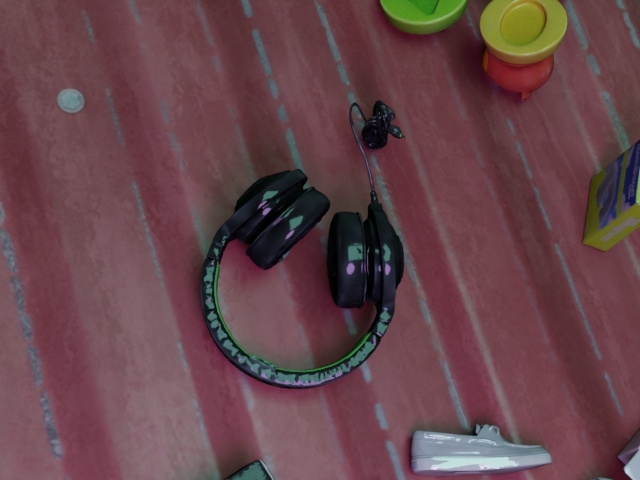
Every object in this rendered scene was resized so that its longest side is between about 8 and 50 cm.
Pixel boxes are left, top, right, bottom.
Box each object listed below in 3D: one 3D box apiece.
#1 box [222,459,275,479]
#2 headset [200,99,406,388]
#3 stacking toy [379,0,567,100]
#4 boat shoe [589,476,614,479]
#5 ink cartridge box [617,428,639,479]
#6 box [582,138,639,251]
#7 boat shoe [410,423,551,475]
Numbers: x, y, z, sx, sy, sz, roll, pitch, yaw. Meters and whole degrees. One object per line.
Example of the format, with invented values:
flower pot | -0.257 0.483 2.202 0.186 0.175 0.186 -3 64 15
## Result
box | -0.094 0.450 1.280 0.257 0.079 0.322 -31 81 -21
headset | 0.000 0.000 1.468 0.243 0.185 0.394 26 80 -1
stacking toy | 0.247 -0.365 1.695 0.279 0.130 0.309 12 61 17
boat shoe | 0.322 0.415 1.398 0.084 0.095 0.258 15 65 -14
ink cartridge box | 0.472 0.283 1.508 0.180 0.060 0.104 -41 85 -25
box | 0.423 -0.066 1.562 0.042 0.178 0.109 17 66 -8
boat shoe | 0.203 0.264 1.445 0.184 0.066 0.063 -1 71 -6
